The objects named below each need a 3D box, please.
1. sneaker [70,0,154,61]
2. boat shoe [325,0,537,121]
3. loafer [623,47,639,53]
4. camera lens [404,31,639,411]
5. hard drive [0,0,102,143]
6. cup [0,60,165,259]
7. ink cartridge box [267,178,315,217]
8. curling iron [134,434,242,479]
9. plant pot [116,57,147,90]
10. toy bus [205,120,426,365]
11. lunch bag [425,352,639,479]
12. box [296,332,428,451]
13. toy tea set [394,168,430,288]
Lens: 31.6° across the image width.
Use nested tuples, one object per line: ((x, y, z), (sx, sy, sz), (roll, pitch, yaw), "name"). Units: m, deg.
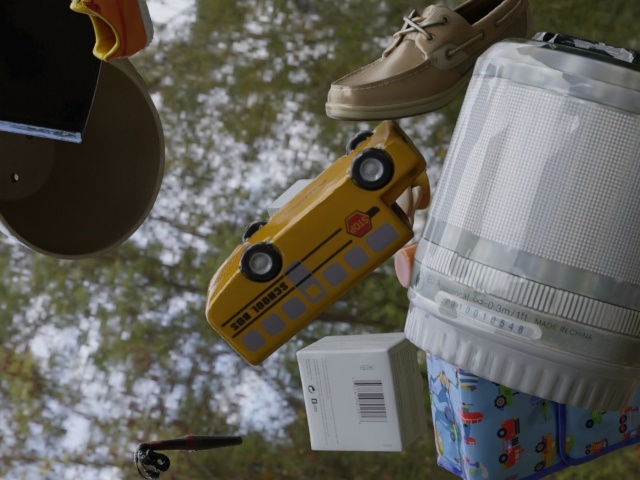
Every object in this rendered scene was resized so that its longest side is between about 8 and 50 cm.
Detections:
((-0.205, -0.246, 1.048), (0.067, 0.064, 0.175), (-30, -56, -26), "sneaker")
((0.136, -0.238, 1.407), (0.341, 0.121, 0.110), (-28, -61, -35), "boat shoe")
((0.472, -0.274, 1.739), (0.062, 0.170, 0.061), (101, 165, -47), "loafer")
((0.203, -0.021, 0.945), (0.219, 0.219, 0.274), (-8, -64, -78), "camera lens")
((-0.311, -0.244, 1.230), (0.054, 0.172, 0.255), (4, 87, 59), "hard drive")
((-0.457, -0.142, 1.850), (0.331, 0.237, 0.331), (-5, -82, -43), "cup")
((-0.024, -0.025, 2.084), (0.109, 0.063, 0.150), (-44, -55, -40), "ink cartridge box")
((-0.246, 0.394, 2.117), (0.274, 0.035, 0.068), (-2, -97, -53), "curling iron")
((-0.458, -0.308, 2.062), (0.256, 0.274, 0.256), (-49, -19, -23), "plant pot")
((0.000, 0.000, 1.417), (0.332, 0.130, 0.108), (-40, 15, 10), "toy bus")
((0.294, 0.176, 1.441), (0.138, 0.293, 0.221), (-140, 40, -68), "lunch bag")
((0.073, 0.261, 1.960), (0.119, 0.181, 0.181), (-20, -77, -60), "box")
((0.174, -0.012, 1.595), (0.336, 0.124, 0.200), (-123, 28, -48), "toy tea set")
